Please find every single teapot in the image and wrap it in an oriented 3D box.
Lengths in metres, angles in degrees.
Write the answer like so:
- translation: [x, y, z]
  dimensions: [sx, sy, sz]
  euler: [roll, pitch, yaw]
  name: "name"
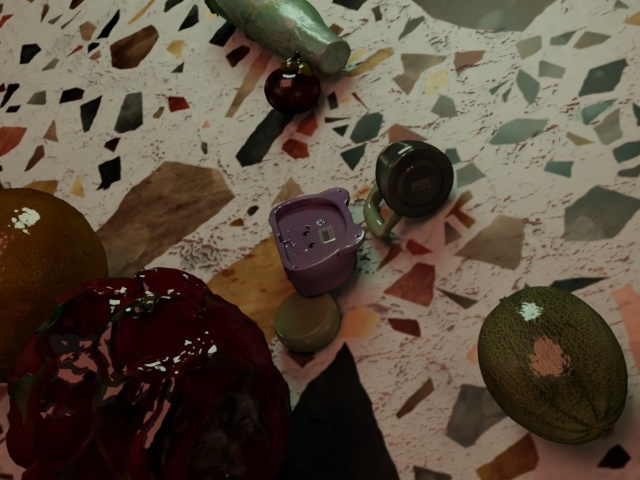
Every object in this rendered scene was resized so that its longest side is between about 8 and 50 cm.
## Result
- translation: [0.095, -0.075, 1.436]
  dimensions: [0.124, 0.092, 0.091]
  euler: [-34, 29, -4]
  name: "teapot"

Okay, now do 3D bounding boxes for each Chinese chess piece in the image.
- translation: [-0.016, 0.097, 1.410]
  dimensions: [0.084, 0.034, 0.084]
  euler: [-17, 48, 19]
  name: "Chinese chess piece"

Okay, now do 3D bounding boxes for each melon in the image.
- translation: [0.231, 0.120, 1.169]
  dimensions: [0.139, 0.139, 0.192]
  euler: [-35, 44, 4]
  name: "melon"

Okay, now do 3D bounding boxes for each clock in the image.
- translation: [0.000, 0.000, 1.441]
  dimensions: [0.110, 0.050, 0.152]
  euler: [-21, 36, 1]
  name: "clock"

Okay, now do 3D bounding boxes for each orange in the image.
- translation: [-0.410, 0.063, 1.531]
  dimensions: [0.264, 0.264, 0.264]
  euler: [-16, 50, 21]
  name: "orange"

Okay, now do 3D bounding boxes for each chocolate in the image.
- translation: [-0.059, -0.328, 1.713]
  dimensions: [0.110, 0.110, 0.291]
  euler: [-44, 48, -5]
  name: "chocolate"

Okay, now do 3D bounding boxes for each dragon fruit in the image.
- translation: [-0.187, 0.183, 1.263]
  dimensions: [0.329, 0.329, 0.329]
  euler: [-16, 50, 21]
  name: "dragon fruit"

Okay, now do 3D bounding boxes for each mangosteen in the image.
- translation: [-0.041, -0.216, 1.628]
  dimensions: [0.081, 0.081, 0.081]
  euler: [-16, 50, 21]
  name: "mangosteen"
